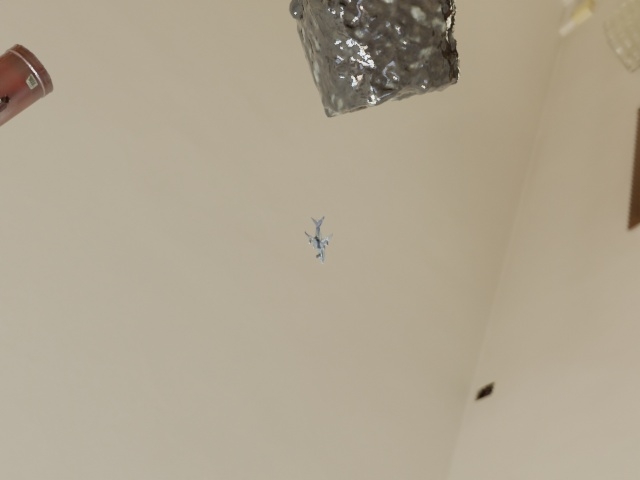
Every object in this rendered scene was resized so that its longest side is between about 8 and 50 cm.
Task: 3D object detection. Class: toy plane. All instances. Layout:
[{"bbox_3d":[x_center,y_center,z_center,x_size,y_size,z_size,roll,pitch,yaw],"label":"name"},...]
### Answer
[{"bbox_3d":[-0.002,-0.001,1.402,0.024,0.078,0.084,-4,-84,-39],"label":"toy plane"}]

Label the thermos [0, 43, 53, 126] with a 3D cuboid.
[{"bbox_3d":[-0.542,-0.210,1.250,0.232,0.124,0.099,-46,-45,-29],"label":"thermos"}]

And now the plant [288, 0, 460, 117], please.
[{"bbox_3d":[0.067,-0.339,1.088,0.213,0.215,0.312,-18,-78,-10],"label":"plant"}]
